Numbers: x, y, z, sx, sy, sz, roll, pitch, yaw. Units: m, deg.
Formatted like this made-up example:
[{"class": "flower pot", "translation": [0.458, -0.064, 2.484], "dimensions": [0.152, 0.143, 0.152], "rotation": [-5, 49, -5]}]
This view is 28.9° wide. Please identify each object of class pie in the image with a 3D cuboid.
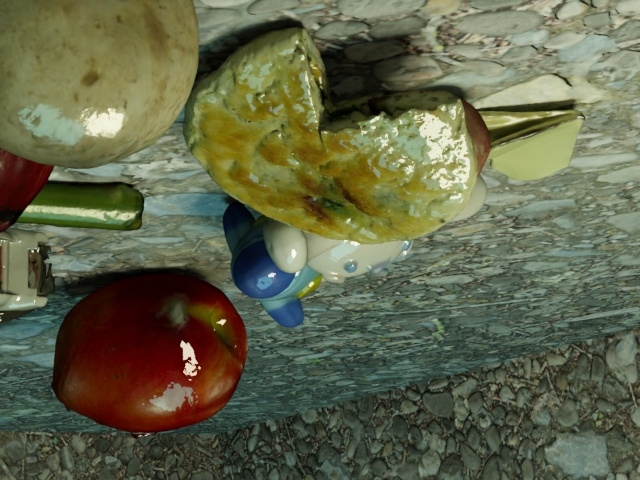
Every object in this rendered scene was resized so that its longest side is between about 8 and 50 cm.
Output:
[{"class": "pie", "translation": [0.006, -0.096, 1.366], "dimensions": [0.338, 0.075, 0.337], "rotation": [12, 144, 9]}]

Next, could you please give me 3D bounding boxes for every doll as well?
[{"class": "doll", "translation": [0.001, 0.009, 1.724], "dimensions": [0.376, 0.187, 0.366], "rotation": [6, 161, -36]}]

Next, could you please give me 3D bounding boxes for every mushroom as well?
[{"class": "mushroom", "translation": [-0.230, -0.150, 1.083], "dimensions": [0.254, 0.188, 0.195], "rotation": [11, 155, -38]}]

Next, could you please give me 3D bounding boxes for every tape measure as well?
[{"class": "tape measure", "translation": [-0.529, 0.032, 1.667], "dimensions": [0.258, 0.130, 0.265], "rotation": [0, 174, 18]}]

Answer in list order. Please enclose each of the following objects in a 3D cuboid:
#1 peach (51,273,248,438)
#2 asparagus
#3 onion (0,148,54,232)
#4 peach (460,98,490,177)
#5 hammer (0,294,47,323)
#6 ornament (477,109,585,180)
[{"class": "peach", "translation": [-0.300, 0.199, 2.121], "dimensions": [0.338, 0.281, 0.281], "rotation": [-22, 159, 22]}, {"class": "asparagus", "translation": [-0.367, -0.049, 1.624], "dimensions": [0.278, 0.060, 0.067], "rotation": [4, 164, -27]}, {"class": "onion", "translation": [-0.384, -0.091, 1.228], "dimensions": [0.247, 0.190, 0.246], "rotation": [11, 174, 1]}, {"class": "peach", "translation": [0.123, -0.109, 1.490], "dimensions": [0.152, 0.152, 0.152], "rotation": [-6, 164, -2]}, {"class": "hammer", "translation": [-0.659, 0.131, 1.995], "dimensions": [0.440, 0.044, 0.168], "rotation": [-12, -171, 3]}, {"class": "ornament", "translation": [0.265, -0.129, 1.590], "dimensions": [0.201, 0.059, 0.180], "rotation": [6, 160, -44]}]
